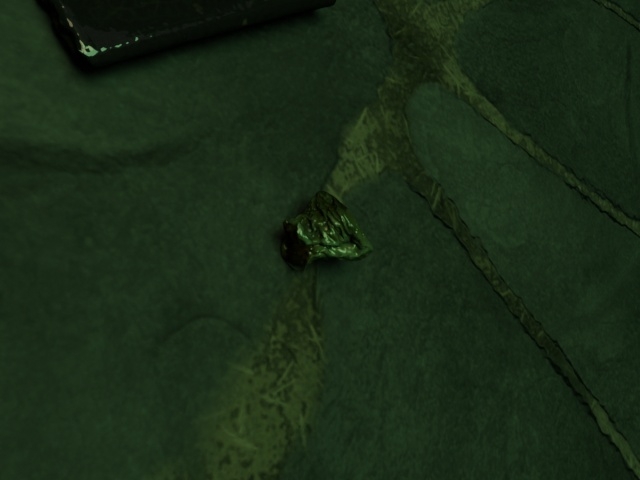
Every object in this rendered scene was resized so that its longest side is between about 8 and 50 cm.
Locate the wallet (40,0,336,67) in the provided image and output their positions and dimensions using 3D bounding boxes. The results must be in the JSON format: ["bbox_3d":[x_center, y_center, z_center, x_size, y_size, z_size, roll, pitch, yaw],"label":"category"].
[{"bbox_3d":[-0.131,-0.280,0.609,0.321,0.044,0.170,-31,95,-35],"label":"wallet"}]

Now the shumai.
[{"bbox_3d":[0.000,0.000,0.622,0.080,0.082,0.083,-38,87,0],"label":"shumai"}]
